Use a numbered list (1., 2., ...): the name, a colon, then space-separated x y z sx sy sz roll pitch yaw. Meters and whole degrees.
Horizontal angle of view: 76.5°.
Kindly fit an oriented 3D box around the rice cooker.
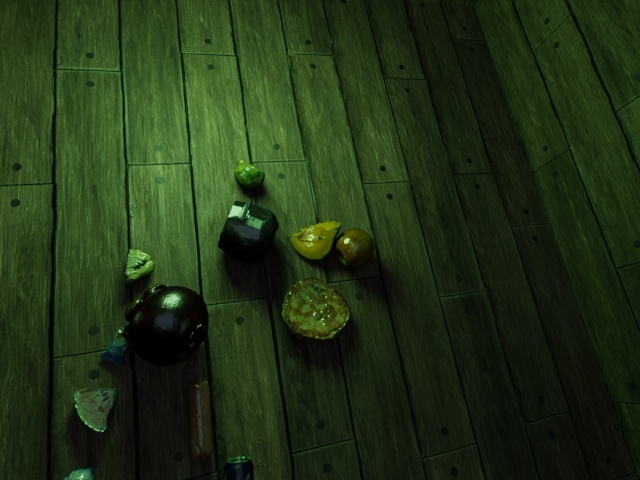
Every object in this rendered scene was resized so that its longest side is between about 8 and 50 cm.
1. rice cooker: -0.312 -0.039 1.786 0.224 0.267 0.267 20 68 -9

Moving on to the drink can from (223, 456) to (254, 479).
1. drink can: -0.307 0.931 1.524 0.118 0.118 0.205 2 73 -15

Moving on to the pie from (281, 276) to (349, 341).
1. pie: -0.024 0.312 1.835 0.314 0.092 0.316 7 65 -15

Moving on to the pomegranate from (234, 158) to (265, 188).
1. pomegranate: -0.350 -0.308 1.940 0.169 0.123 0.143 33 28 34

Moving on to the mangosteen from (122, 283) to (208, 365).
1. mangosteen: -0.606 0.313 1.575 0.346 0.307 0.307 20 65 22

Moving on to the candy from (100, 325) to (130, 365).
1. candy: -0.793 0.417 1.610 0.088 0.038 0.136 21 60 6

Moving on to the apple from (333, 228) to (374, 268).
1. apple: 0.162 0.035 1.919 0.195 0.196 0.196 5 70 -14

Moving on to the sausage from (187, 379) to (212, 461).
1. sausage: -0.467 0.695 1.577 0.086 0.086 0.289 -4 72 -17

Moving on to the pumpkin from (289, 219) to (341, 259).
1. pumpkin: 0.000 0.000 1.937 0.253 0.130 0.149 -13 103 16

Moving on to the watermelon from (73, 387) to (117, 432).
1. watermelon: -0.822 0.616 1.519 0.139 0.071 0.187 -35 75 -30

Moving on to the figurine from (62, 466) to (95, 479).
1. figurine: -0.846 0.851 1.433 0.114 0.079 0.114 16 31 -10

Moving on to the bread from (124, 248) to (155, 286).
1. bread: -0.752 0.119 1.694 0.110 0.103 0.157 9 75 -25
